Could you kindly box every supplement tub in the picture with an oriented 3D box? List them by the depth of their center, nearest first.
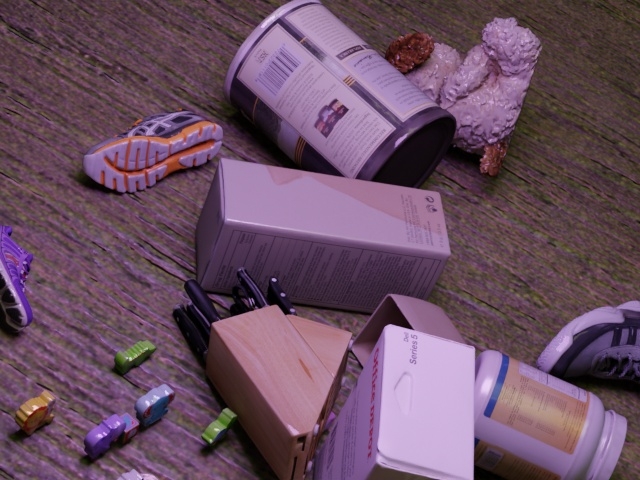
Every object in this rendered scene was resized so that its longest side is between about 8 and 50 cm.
[{"bbox_3d":[0.269,0.238,1.999,0.199,0.144,0.144,24,44,-1],"label":"supplement tub"}]

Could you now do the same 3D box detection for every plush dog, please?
[{"bbox_3d":[0.188,-0.216,2.363,0.225,0.262,0.211,19,72,6],"label":"plush dog"}]

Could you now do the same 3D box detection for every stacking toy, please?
[{"bbox_3d":[-0.225,0.209,1.874,0.167,0.052,0.221,38,45,21],"label":"stacking toy"}]

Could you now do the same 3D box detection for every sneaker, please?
[{"bbox_3d":[-0.384,0.038,1.970,0.071,0.068,0.170,-2,49,-32],"label":"sneaker"},{"bbox_3d":[0.428,0.168,2.160,0.268,0.101,0.153,-13,53,-35],"label":"sneaker"},{"bbox_3d":[-0.240,-0.129,2.184,0.215,0.084,0.083,-17,44,-38],"label":"sneaker"}]

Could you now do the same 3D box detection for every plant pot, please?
[{"bbox_3d":[0.124,0.139,2.067,0.096,0.109,0.109,-5,51,-43],"label":"plant pot"}]

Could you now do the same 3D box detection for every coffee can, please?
[{"bbox_3d":[0.027,-0.185,2.252,0.275,0.201,0.201,44,47,19],"label":"coffee can"}]

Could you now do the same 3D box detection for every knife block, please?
[{"bbox_3d":[-0.094,0.151,1.945,0.242,0.088,0.276,15,38,8],"label":"knife block"}]

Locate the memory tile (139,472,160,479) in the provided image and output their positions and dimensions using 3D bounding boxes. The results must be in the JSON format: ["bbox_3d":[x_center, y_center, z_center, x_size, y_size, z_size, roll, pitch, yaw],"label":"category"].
[{"bbox_3d":[-0.209,0.336,1.801,0.113,0.012,0.148,40,46,16],"label":"memory tile"}]

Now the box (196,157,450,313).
[{"bbox_3d":[0.000,0.000,2.110,0.311,0.148,0.121,10,46,-16],"label":"box"}]

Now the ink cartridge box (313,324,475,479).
[{"bbox_3d":[0.078,0.261,1.805,0.114,0.273,0.198,15,45,-9],"label":"ink cartridge box"}]

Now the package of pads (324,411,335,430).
[{"bbox_3d":[-0.027,0.227,1.965,0.050,0.032,0.083,43,47,19],"label":"package of pads"}]
